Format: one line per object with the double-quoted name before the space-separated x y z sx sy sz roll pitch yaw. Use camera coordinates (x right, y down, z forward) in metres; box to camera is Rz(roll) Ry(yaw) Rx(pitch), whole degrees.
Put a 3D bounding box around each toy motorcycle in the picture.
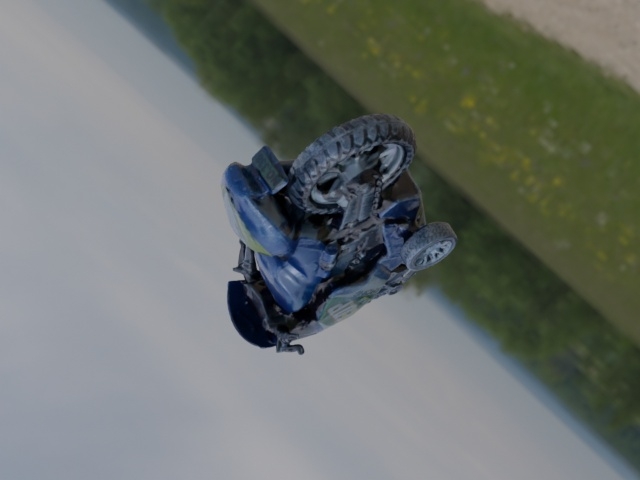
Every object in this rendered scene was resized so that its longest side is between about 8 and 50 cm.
"toy motorcycle" 0.000 0.000 0.956 0.092 0.136 0.254 60 175 21
